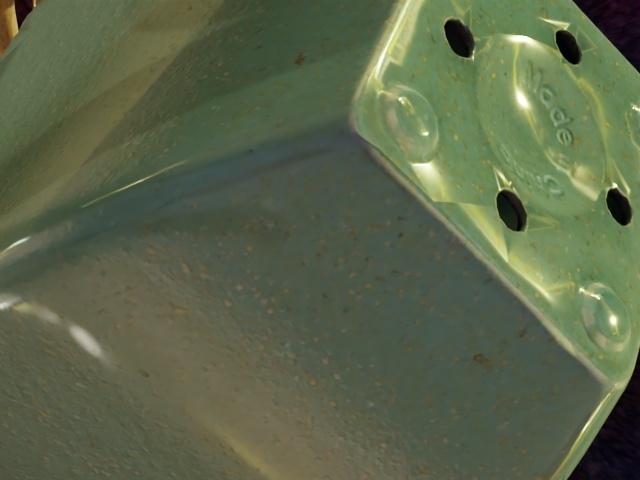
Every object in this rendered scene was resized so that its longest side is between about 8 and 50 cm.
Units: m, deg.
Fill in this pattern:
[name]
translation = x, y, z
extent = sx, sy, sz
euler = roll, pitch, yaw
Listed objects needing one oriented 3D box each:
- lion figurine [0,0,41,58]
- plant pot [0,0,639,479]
[lion figurine]
translation = -0.065, -0.213, 0.986
extent = 0.392, 0.142, 0.240
euler = -29, 114, -9
[plant pot]
translation = 0.000, 0.000, 0.684
extent = 0.248, 0.252, 0.247
euler = 44, 45, -21
